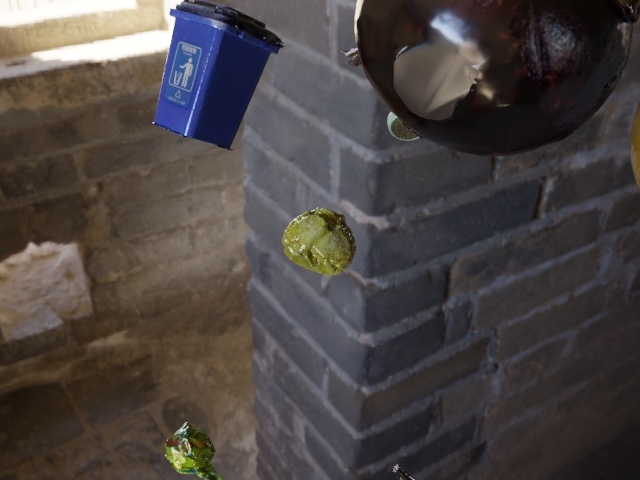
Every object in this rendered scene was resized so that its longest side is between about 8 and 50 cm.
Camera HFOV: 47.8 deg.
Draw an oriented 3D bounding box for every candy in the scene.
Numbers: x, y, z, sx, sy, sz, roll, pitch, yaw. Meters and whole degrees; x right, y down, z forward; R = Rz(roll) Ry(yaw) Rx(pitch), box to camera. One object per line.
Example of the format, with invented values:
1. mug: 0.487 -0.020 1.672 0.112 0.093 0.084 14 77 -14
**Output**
1. candy: -0.184 0.417 1.258 0.077 0.262 0.073 7 46 38

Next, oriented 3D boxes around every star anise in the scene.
1. star anise: 0.115 -0.441 1.657 0.141 0.042 0.141 -20 38 17

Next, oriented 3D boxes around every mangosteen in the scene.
1. mangosteen: 0.233 -0.311 0.967 0.380 0.421 0.381 2 59 -3

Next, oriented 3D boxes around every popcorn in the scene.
1. popcorn: 0.000 0.000 1.185 0.120 0.106 0.116 19 3 24

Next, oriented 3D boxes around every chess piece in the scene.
1. chess piece: 0.142 -0.221 1.180 0.067 0.067 0.103 1 53 1

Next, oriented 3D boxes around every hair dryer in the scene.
1. hair dryer: 0.176 0.423 1.270 0.083 0.079 0.031 -22 26 36

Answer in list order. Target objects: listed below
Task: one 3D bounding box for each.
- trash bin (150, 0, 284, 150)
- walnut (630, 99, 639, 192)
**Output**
1. trash bin: -0.188 -0.292 1.289 0.162 0.235 0.184 25 10 38
2. walnut: 0.495 -0.090 0.664 0.354 0.308 0.398 -47 59 4
